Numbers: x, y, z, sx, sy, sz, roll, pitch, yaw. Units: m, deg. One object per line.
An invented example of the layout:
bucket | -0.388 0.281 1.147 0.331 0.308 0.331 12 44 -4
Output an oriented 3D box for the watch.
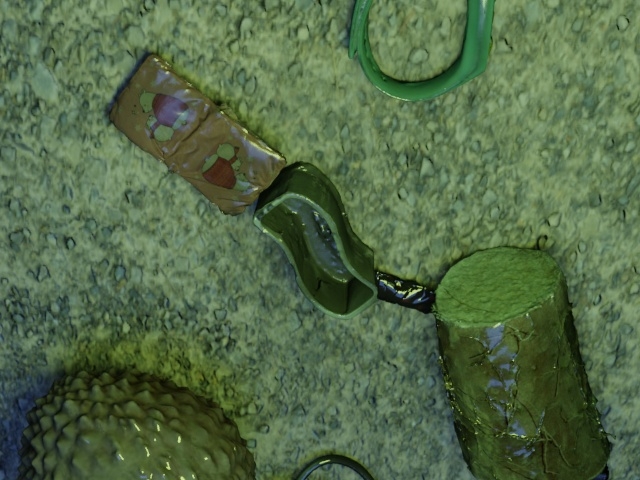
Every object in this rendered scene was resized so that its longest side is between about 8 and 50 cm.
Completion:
watch | 0.137 -0.302 1.539 0.195 0.068 0.237 5 125 4

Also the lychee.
lychee | -0.285 0.389 1.816 0.432 0.380 0.380 43 119 15

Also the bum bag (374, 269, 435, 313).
bum bag | 0.123 0.081 1.783 0.124 0.034 0.058 15 135 -4

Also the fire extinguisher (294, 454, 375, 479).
fire extinguisher | 0.052 0.507 2.022 0.376 0.113 0.200 35 75 -17

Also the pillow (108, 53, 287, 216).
pillow | -0.177 -0.148 1.651 0.248 0.049 0.135 38 113 -4

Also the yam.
yam | 0.299 0.202 1.730 0.241 0.241 0.348 -13 114 12

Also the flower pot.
flower pot | 0.000 0.000 1.704 0.103 0.108 0.229 -26 117 18

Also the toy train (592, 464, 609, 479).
toy train | 0.394 0.398 1.922 0.227 0.091 0.136 8 111 0
